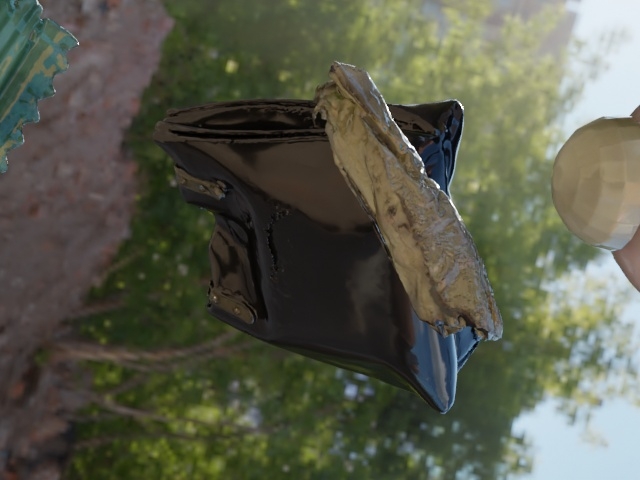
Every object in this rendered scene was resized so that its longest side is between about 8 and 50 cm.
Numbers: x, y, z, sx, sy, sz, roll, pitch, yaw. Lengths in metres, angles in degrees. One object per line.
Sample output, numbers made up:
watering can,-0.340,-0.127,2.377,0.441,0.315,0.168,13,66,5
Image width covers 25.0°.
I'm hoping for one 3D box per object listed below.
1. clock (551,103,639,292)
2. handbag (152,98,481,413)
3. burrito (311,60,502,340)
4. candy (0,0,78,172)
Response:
clock,0.447,-0.055,1.558,0.342,0.325,0.184,-35,-151,7
handbag,0.000,0.000,1.336,0.342,0.288,0.152,80,31,-42
burrito,0.060,-0.023,1.036,0.063,0.229,0.058,-32,170,11
candy,-0.380,-0.181,1.082,0.263,0.398,0.172,-55,-149,-14
